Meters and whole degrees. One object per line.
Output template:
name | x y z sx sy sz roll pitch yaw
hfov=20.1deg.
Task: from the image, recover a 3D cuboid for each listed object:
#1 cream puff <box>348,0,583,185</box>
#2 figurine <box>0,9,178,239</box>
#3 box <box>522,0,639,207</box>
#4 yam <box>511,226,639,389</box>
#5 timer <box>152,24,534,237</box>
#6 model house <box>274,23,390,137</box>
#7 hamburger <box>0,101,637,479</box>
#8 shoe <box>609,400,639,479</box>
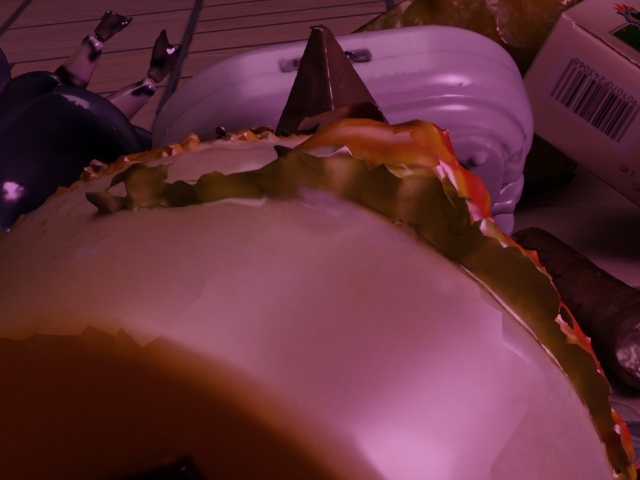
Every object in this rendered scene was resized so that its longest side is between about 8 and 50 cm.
cream puff | 0.134 -0.113 1.512 0.282 0.185 0.282 -31 -15 -9
figurine | -0.210 -0.024 1.200 0.175 0.265 0.197 39 28 11
box | 0.267 -0.089 1.313 0.212 0.095 0.168 36 29 13
yam | 0.171 0.039 1.158 0.056 0.057 0.241 -10 18 -11
timer | 0.014 -0.028 1.159 0.237 0.262 0.087 -7 58 -7
model house | 0.000 0.000 1.020 0.176 0.248 0.181 8 21 42
hamburger | -0.021 0.097 0.668 0.294 0.276 0.179 -26 15 32
shoe | 0.100 0.131 0.862 0.194 0.074 0.077 -14 23 -29
